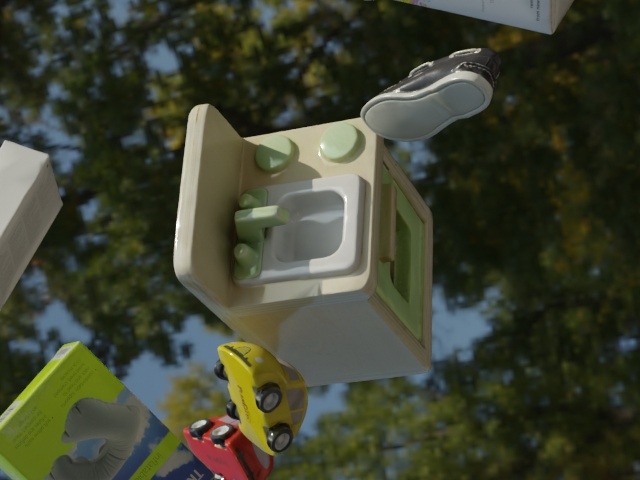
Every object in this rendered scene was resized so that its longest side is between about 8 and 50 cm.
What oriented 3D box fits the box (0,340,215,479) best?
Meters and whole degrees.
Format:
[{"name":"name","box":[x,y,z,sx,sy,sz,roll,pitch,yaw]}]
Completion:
[{"name":"box","box":[-0.168,0.179,1.157,0.178,0.042,0.109,46,-115,-13]}]

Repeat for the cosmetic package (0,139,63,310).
[{"name":"cosmetic package","box":[-0.354,0.020,1.538,0.099,0.060,0.239,94,-161,-59]}]

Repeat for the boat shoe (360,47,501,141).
[{"name":"boat shoe","box":[0.078,-0.104,1.038,0.046,0.125,0.038,41,-122,-20]}]

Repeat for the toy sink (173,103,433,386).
[{"name":"toy sink","box":[0.000,0.000,1.163,0.234,0.131,0.152,49,-142,-54]}]

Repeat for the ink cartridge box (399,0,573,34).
[{"name":"ink cartridge box","box":[0.164,-0.375,1.691,0.226,0.306,0.131,-56,-29,-37]}]

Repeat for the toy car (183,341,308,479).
[{"name":"toy car","box":[-0.013,0.195,1.176,0.053,0.239,0.225,-33,-105,-25]}]
